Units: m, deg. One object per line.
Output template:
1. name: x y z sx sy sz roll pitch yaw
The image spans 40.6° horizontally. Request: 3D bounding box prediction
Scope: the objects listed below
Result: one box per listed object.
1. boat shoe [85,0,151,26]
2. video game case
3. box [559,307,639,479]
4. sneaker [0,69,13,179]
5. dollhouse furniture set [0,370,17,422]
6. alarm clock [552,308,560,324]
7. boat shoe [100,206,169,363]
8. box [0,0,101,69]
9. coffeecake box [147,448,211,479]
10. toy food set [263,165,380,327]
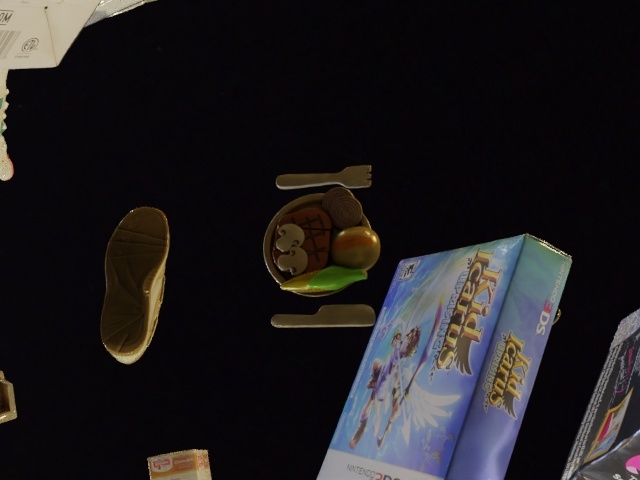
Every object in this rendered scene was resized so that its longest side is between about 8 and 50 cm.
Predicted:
1. boat shoe: -0.196 -0.245 0.791 0.302 0.094 0.109 -12 -90 3
2. video game case: 0.112 0.136 0.853 0.244 0.061 0.270 -15 -130 65
3. box: 0.299 0.130 0.505 0.247 0.142 0.163 34 -128 5
4. sneaker: -0.258 -0.086 0.649 0.057 0.075 0.161 23 -97 52
5. dollhouse furniture set: -0.364 0.079 0.747 0.101 0.160 0.182 8 -75 48
6. alarm clock: 0.277 0.123 1.286 0.192 0.064 0.129 -15 -153 51
7. boat shoe: -0.154 0.037 0.713 0.050 0.045 0.135 9 -120 -3
8. box: -0.249 -0.213 0.414 0.290 0.169 0.087 48 -64 9
9. coffeecake box: -0.181 0.384 1.184 0.068 0.142 0.186 -9 -104 -3
10. toy food set: 0.000 0.000 0.956 0.132 0.038 0.192 -4 -113 8
